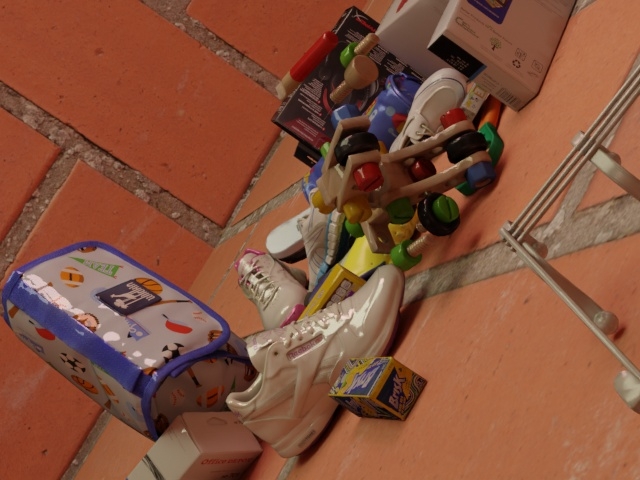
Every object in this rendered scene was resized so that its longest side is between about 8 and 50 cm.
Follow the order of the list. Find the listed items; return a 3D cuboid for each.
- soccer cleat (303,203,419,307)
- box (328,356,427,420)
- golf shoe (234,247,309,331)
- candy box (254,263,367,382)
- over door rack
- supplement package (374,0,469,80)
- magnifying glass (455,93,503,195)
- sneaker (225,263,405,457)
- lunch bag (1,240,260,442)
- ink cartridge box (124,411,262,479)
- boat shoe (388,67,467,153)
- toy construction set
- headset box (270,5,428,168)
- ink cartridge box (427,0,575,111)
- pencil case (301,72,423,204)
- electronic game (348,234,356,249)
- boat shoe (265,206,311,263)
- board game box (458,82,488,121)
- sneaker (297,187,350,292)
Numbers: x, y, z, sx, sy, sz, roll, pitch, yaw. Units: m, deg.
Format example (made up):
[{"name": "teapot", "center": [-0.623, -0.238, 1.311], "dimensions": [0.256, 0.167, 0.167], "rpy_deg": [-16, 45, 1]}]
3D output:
[{"name": "soccer cleat", "center": [0.090, 0.021, 1.977], "dimensions": [0.289, 0.093, 0.121], "rpy_deg": [-55, 33, -11]}, {"name": "box", "center": [0.066, 0.179, 1.629], "dimensions": [0.059, 0.054, 0.169], "rpy_deg": [-59, 11, -13]}, {"name": "golf shoe", "center": [-0.091, 0.094, 2.370], "dimensions": [0.115, 0.140, 0.306], "rpy_deg": [-54, 12, 4]}, {"name": "candy box", "center": [0.006, 0.141, 1.884], "dimensions": [0.206, 0.105, 0.027], "rpy_deg": [-55, 36, 6]}, {"name": "over door rack", "center": [0.293, -0.011, 1.103], "dimensions": [0.239, 0.108, 0.324], "rpy_deg": [-54, 25, 14]}, {"name": "supplement package", "center": [0.242, -0.398, 2.256], "dimensions": [0.177, 0.175, 0.293], "rpy_deg": [-60, 11, -18]}, {"name": "magnifying glass", "center": [0.238, -0.146, 1.940], "dimensions": [0.092, 0.026, 0.231], "rpy_deg": [-48, 15, 39]}, {"name": "sneaker", "center": [-0.005, 0.145, 1.790], "dimensions": [0.305, 0.152, 0.114], "rpy_deg": [-53, 10, 8]}, {"name": "lunch bag", "center": [-0.291, 0.170, 2.141], "dimensions": [0.239, 0.328, 0.385], "rpy_deg": [-58, -24, 0]}, {"name": "ink cartridge box", "center": [-0.202, 0.353, 2.046], "dimensions": [0.191, 0.139, 0.082], "rpy_deg": [-50, 56, 26]}, {"name": "boat shoe", "center": [0.177, -0.177, 2.184], "dimensions": [0.226, 0.083, 0.076], "rpy_deg": [115, 168, -46]}, {"name": "toy construction set", "center": [0.051, -0.105, 1.820], "dimensions": [0.257, 0.309, 0.237], "rpy_deg": [-36, -3, -44]}, {"name": "headset box", "center": [0.060, -0.261, 2.545], "dimensions": [0.293, 0.218, 0.110], "rpy_deg": [-56, 9, 0]}, {"name": "ink cartridge box", "center": [0.285, -0.357, 1.969], "dimensions": [0.065, 0.165, 0.333], "rpy_deg": [-43, 16, 55]}, {"name": "pencil case", "center": [0.091, -0.169, 2.383], "dimensions": [0.306, 0.119, 0.133], "rpy_deg": [-49, 37, 32]}, {"name": "electronic game", "center": [0.054, -0.009, 2.191], "dimensions": [0.229, 0.048, 0.229], "rpy_deg": [-55, 1, 1]}, {"name": "boat shoe", "center": [0.014, -0.021, 2.378], "dimensions": [0.228, 0.076, 0.080], "rpy_deg": [-30, 52, 16]}, {"name": "board game box", "center": [0.231, -0.209, 2.049], "dimensions": [0.103, 0.026, 0.154], "rpy_deg": [-60, -2, -19]}, {"name": "sneaker", "center": [0.000, 0.000, 2.047], "dimensions": [0.071, 0.083, 0.191], "rpy_deg": [-34, -36, -50]}]
